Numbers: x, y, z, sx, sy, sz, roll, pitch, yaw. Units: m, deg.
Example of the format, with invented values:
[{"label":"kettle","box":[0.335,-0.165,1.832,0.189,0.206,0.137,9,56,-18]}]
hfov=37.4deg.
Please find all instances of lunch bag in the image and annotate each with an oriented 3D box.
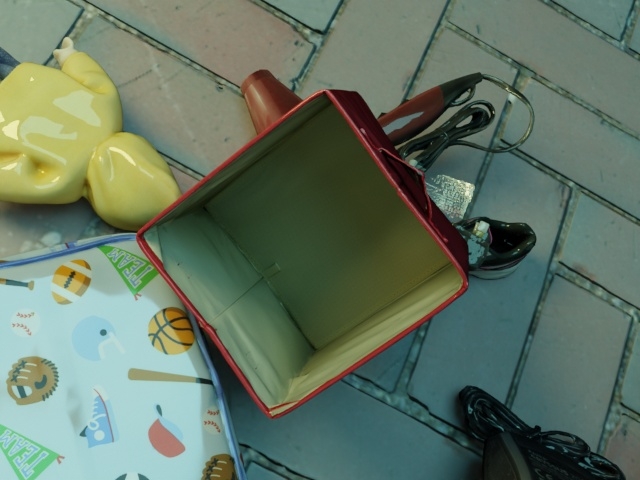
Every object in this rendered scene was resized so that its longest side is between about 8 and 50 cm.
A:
[{"label":"lunch bag","box":[-0.201,0.146,0.757,0.243,0.115,0.303,-15,76,-22]}]

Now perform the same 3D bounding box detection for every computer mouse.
[{"label":"computer mouse","box":[0.203,0.239,0.821,0.188,0.272,0.072,30,103,-6]}]

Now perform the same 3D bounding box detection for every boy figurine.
[{"label":"boy figurine","box":[-0.248,-0.104,0.850,0.285,0.092,0.177,27,63,-9]}]

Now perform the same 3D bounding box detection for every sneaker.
[{"label":"sneaker","box":[0.137,0.002,0.954,0.178,0.077,0.072,-9,72,-22]}]

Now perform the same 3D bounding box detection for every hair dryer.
[{"label":"hair dryer","box":[0.052,-0.094,0.950,0.293,0.080,0.223,20,59,2]}]

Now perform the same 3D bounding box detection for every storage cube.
[{"label":"storage cube","box":[0.000,0.000,0.786,0.215,0.193,0.184,-36,92,12]}]
